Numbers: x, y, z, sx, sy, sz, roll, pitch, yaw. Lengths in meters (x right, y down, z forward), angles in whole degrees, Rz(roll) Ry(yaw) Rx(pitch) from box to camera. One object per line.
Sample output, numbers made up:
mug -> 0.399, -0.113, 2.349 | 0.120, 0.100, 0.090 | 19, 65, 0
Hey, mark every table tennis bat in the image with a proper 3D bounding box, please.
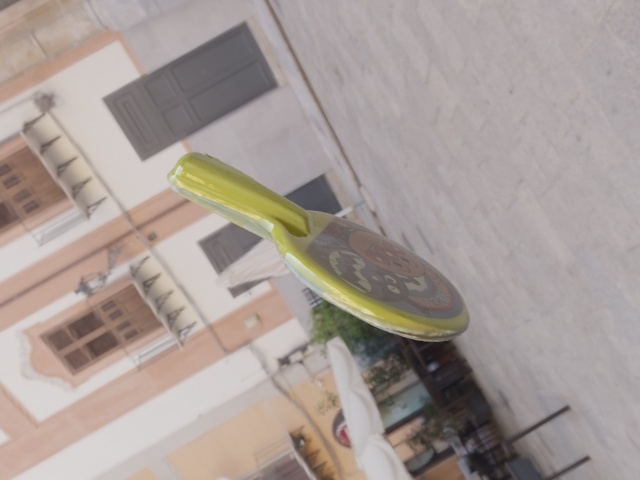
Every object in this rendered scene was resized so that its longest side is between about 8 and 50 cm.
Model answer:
table tennis bat -> 0.000, 0.000, 0.792 | 0.369, 0.054, 0.224 | 28, -159, 4
